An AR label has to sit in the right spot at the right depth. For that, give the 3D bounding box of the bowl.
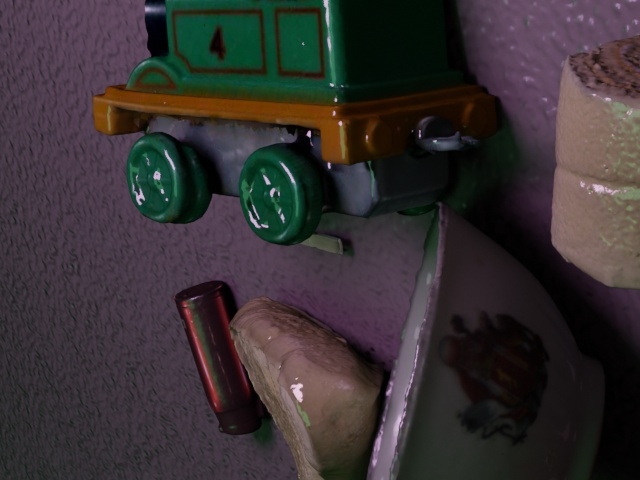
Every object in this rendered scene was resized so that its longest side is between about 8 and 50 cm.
[{"bbox_3d":[0.128,0.149,1.187,0.157,0.337,0.337,14,131,1],"label":"bowl"}]

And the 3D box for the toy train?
[{"bbox_3d":[-0.033,-0.138,1.262,0.429,0.178,0.249,11,109,48],"label":"toy train"}]

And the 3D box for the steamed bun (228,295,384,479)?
[{"bbox_3d":[0.011,0.155,1.422,0.231,0.110,0.212,65,168,-5],"label":"steamed bun"}]

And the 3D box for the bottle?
[{"bbox_3d":[-0.103,0.127,1.604,0.060,0.060,0.164,0,110,52],"label":"bottle"}]

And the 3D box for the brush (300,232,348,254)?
[{"bbox_3d":[0.000,0.000,1.432,0.083,0.013,0.016,13,116,57],"label":"brush"}]

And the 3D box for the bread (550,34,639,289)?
[{"bbox_3d":[0.229,-0.052,0.988,0.134,0.148,0.141,45,143,52],"label":"bread"}]
